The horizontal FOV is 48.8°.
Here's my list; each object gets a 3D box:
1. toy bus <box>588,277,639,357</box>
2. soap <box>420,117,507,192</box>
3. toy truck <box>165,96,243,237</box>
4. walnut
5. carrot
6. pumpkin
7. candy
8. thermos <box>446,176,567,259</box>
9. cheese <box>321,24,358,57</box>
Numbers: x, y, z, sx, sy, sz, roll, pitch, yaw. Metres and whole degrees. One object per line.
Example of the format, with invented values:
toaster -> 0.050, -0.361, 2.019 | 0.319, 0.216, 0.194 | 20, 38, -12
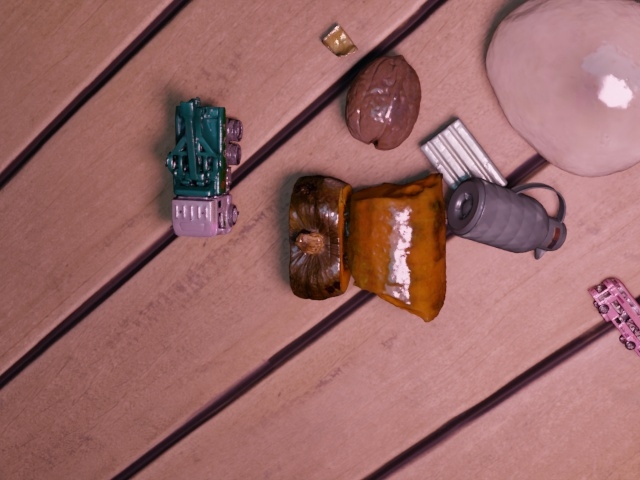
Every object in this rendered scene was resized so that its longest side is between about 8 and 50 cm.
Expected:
toy bus -> 0.739, 0.185, 1.713 | 0.090, 0.063, 0.203 | -39, 94, 13
soap -> 0.348, -0.185, 1.716 | 0.119, 0.066, 0.198 | -37, 92, 18
toy truck -> -0.307, -0.183, 1.801 | 0.177, 0.178, 0.363 | 4, 105, 11
walnut -> 0.152, -0.334, 1.682 | 0.178, 0.178, 0.230 | 20, 93, 7
carrot -> 0.186, 0.007, 1.702 | 0.242, 0.241, 0.340 | 1, 98, 12
pumpkin -> 0.000, 0.000, 1.745 | 0.140, 0.222, 0.316 | 7, 104, 14
candy -> 0.562, -0.352, 1.545 | 0.427, 0.186, 0.386 | 37, 123, 16
thermos -> 0.453, -0.059, 1.648 | 0.287, 0.145, 0.182 | 14, 114, -23
cheese -> 0.051, -0.478, 1.734 | 0.060, 0.041, 0.084 | -42, 80, 9
